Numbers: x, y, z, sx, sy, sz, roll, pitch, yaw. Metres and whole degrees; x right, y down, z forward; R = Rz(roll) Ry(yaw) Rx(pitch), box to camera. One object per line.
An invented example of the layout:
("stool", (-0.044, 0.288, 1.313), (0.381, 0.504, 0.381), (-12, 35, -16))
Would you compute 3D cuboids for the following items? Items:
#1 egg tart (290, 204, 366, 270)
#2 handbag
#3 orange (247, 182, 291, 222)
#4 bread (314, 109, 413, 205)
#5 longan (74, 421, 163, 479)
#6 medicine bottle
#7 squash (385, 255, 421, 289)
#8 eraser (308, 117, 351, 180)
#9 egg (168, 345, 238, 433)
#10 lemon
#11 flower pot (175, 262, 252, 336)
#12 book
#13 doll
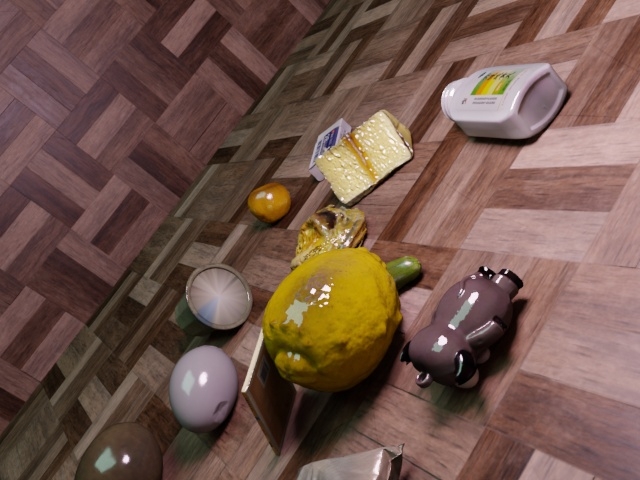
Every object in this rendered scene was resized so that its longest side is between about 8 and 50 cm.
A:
("egg tart", (0.000, 0.000, 1.922), (0.297, 0.132, 0.297), (-45, 22, 24))
("handbag", (0.024, 0.452, 1.215), (0.271, 0.117, 0.182), (-30, 17, 37))
("orange", (-0.172, -0.128, 2.404), (0.157, 0.134, 0.156), (-10, 5, 1))
("bread", (0.141, -0.232, 2.028), (0.266, 0.142, 0.178), (-36, 68, 25))
("longan", (-0.523, 0.599, 1.814), (0.246, 0.215, 0.246), (-31, 15, 9))
("medicine bottle", (0.421, -0.333, 1.686), (0.179, 0.124, 0.324), (-52, 23, -5))
("squash", (0.128, 0.103, 1.610), (0.252, 0.066, 0.066), (-34, 28, 32))
("eraser", (0.034, -0.309, 2.376), (0.125, 0.068, 0.210), (-35, 27, 35))
("egg", (-0.298, 0.381, 1.797), (0.176, 0.176, 0.231), (-38, 30, 25))
("lemon", (0.029, 0.162, 1.460), (0.285, 0.285, 0.316), (-34, -7, 31))
("flower pot", (-0.337, 0.198, 2.148), (0.203, 0.212, 0.212), (-40, 22, 54))
("book", (-0.106, 0.322, 1.506), (0.018, 0.241, 0.170), (-2, 43, 17))
("doll", (0.251, 0.159, 1.253), (0.257, 0.117, 0.182), (-56, 23, -16))
